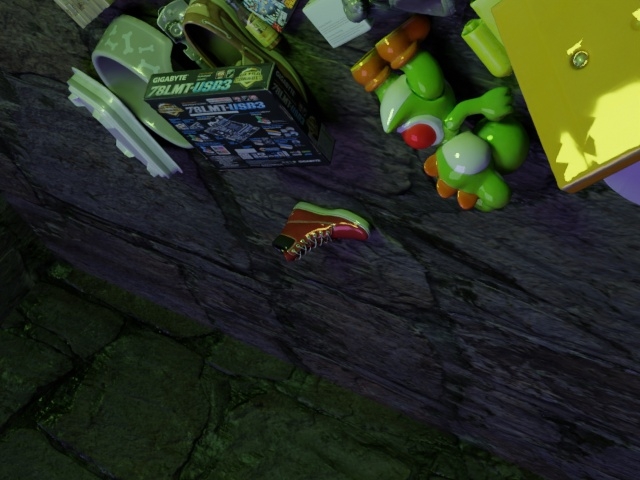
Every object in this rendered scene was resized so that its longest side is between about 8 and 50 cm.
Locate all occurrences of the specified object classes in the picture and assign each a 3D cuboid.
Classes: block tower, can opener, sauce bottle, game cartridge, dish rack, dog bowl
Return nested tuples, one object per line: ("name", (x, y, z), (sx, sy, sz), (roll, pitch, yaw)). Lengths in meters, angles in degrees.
("block tower", (-0.432, -0.547, 1.408), (0.336, 0.097, 0.091), (-8, 133, 49))
("can opener", (-0.238, -0.402, 1.500), (0.283, 0.076, 0.095), (45, -177, -26))
("sauce bottle", (-0.132, -0.429, 1.347), (0.128, 0.042, 0.042), (40, 152, -21))
("game cartridge", (0.384, -0.250, 0.808), (0.053, 0.285, 0.324), (7, 152, -46))
("dish rack", (-0.533, -0.298, 1.839), (0.286, 0.072, 0.333), (33, 167, 41))
("dog bowl", (-0.379, -0.353, 1.599), (0.349, 0.102, 0.348), (34, 163, 12))

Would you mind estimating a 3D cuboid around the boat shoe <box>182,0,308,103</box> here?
("boat shoe", (-0.159, -0.350, 1.403), (0.324, 0.116, 0.123), (42, 135, -21))

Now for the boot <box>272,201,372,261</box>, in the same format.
("boot", (0.000, 0.000, 1.791), (0.245, 0.176, 0.088), (12, 146, 31))

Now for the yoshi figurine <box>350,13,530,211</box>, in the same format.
("yoshi figurine", (0.238, -0.225, 1.225), (0.203, 0.203, 0.362), (-36, 98, 19))

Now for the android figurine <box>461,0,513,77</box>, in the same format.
("android figurine", (0.329, -0.325, 0.968), (0.248, 0.056, 0.273), (-29, 118, 36))

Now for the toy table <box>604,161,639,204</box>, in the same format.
("toy table", (0.477, -0.164, 0.960), (0.252, 0.160, 0.274), (-26, 135, 35))

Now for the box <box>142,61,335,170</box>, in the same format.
("box", (-0.159, -0.245, 1.420), (0.296, 0.073, 0.293), (0, 156, 27))

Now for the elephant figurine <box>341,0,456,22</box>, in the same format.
("elephant figurine", (0.136, -0.392, 0.983), (0.240, 0.186, 0.169), (11, 132, 51))

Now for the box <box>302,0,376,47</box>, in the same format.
("box", (0.047, -0.398, 1.147), (0.087, 0.101, 0.102), (45, 149, -24))

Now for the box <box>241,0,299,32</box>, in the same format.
("box", (-0.084, -0.456, 1.268), (0.094, 0.027, 0.137), (34, 153, -7))
